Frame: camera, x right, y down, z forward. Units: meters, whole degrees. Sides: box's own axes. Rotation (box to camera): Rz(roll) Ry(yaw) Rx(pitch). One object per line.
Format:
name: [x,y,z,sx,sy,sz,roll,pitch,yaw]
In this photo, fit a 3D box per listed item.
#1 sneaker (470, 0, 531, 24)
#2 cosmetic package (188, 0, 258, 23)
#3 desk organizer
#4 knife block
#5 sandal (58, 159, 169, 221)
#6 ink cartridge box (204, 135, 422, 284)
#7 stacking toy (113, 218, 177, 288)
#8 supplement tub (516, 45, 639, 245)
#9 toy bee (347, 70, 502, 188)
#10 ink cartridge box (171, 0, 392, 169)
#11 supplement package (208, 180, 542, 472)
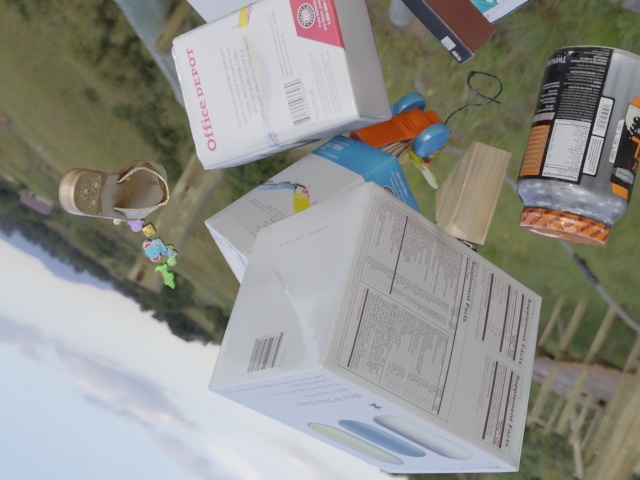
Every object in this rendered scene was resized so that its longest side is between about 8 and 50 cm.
sneaker: [0.322,-0.488,1.360,0.179,0.123,0.295,58,158,-8]
cosmetic package: [-0.183,-0.610,1.860,0.453,0.161,0.230,47,139,-5]
desk organizer: [0.165,-0.299,1.058,0.130,0.050,0.047,46,169,-5]
knife block: [0.319,-0.044,1.757,0.088,0.242,0.276,15,139,-14]
sandal: [-0.245,-0.062,1.095,0.079,0.088,0.240,9,-172,20]
ink cartridge box: [0.000,0.000,1.256,0.197,0.270,0.198,35,155,60]
stacking toy: [-0.373,-0.011,1.714,0.221,0.052,0.167,61,-178,-18]
supplement tub: [0.456,-0.160,1.403,0.193,0.316,0.193,14,179,0]
toy bee: [0.176,-0.172,1.430,0.298,0.195,0.162,-5,150,-14]
ink cartridge box: [-0.064,-0.260,1.287,0.306,0.226,0.131,-12,-179,33]
supplement package: [0.064,0.107,0.851,0.262,0.198,0.199,31,149,-28]
